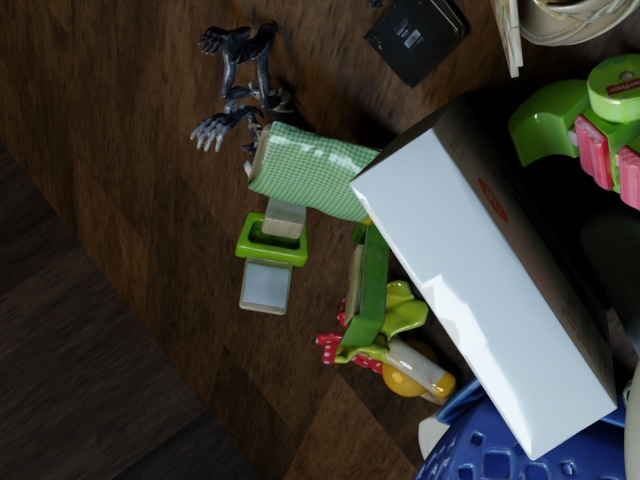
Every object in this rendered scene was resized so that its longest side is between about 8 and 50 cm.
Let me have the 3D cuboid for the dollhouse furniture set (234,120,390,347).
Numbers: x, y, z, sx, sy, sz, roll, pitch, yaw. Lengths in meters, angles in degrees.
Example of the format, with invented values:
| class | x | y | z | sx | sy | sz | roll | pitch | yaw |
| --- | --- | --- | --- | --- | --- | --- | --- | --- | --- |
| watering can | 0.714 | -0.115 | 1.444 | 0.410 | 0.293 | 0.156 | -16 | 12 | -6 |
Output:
| class | x | y | z | sx | sy | sz | roll | pitch | yaw |
| --- | --- | --- | --- | --- | --- | --- | --- | --- | --- |
| dollhouse furniture set | 0.000 | 0.000 | 1.858 | 0.197 | 0.151 | 0.301 | 10 | 157 | -5 |

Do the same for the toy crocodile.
| class | x | y | z | sx | sy | sz | roll | pitch | yaw |
| --- | --- | --- | --- | --- | --- | --- | --- | --- | --- |
| toy crocodile | 0.295 | -0.056 | 1.256 | 0.340 | 0.105 | 0.115 | 36 | 153 | 43 |

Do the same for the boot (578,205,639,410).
| class | x | y | z | sx | sy | sz | roll | pitch | yaw |
| --- | --- | --- | --- | --- | --- | --- | --- | --- | --- |
| boot | 0.307 | 0.095 | 1.379 | 0.083 | 0.161 | 0.246 | -31 | 100 | 36 |

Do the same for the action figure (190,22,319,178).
| class | x | y | z | sx | sy | sz | roll | pitch | yaw |
| --- | --- | --- | --- | --- | --- | --- | --- | --- | --- |
| action figure | -0.084 | -0.144 | 1.973 | 0.164 | 0.141 | 0.276 | 21 | 142 | 39 |

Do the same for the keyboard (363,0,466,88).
| class | x | y | z | sx | sy | sz | roll | pitch | yaw |
| --- | --- | --- | --- | --- | --- | --- | --- | --- | --- |
| keyboard | 0.091 | -0.228 | 1.589 | 0.108 | 0.023 | 0.180 | 48 | 160 | -1 |

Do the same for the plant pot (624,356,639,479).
| class | x | y | z | sx | sy | sz | roll | pitch | yaw |
| --- | --- | --- | --- | --- | --- | --- | --- | --- | --- |
| plant pot | 0.360 | 0.135 | 1.227 | 0.191 | 0.284 | 0.284 | -110 | 3 | -47 |

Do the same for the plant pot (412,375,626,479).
| class | x | y | z | sx | sy | sz | roll | pitch | yaw |
| --- | --- | --- | --- | --- | --- | --- | --- | --- | --- |
| plant pot | 0.221 | 0.263 | 1.630 | 0.236 | 0.212 | 0.236 | 18 | 160 | -3 |

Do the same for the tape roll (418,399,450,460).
| class | x | y | z | sx | sy | sz | roll | pitch | yaw |
| --- | --- | --- | --- | --- | --- | --- | --- | --- | --- |
| tape roll | 0.255 | 0.322 | 1.998 | 0.286 | 0.100 | 0.286 | 46 | 159 | 24 |

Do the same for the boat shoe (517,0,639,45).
| class | x | y | z | sx | sy | sz | roll | pitch | yaw |
| --- | --- | --- | --- | --- | --- | --- | --- | --- | --- |
| boat shoe | 0.199 | -0.233 | 1.179 | 0.122 | 0.110 | 0.341 | 52 | 161 | 9 |

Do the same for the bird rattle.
| class | x | y | z | sx | sy | sz | roll | pitch | yaw |
| --- | --- | --- | --- | --- | --- | --- | --- | --- | --- |
| bird rattle | 0.092 | 0.166 | 2.102 | 0.207 | 0.143 | 0.253 | 36 | 162 | 5 |

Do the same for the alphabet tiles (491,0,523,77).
| class | x | y | z | sx | sy | sz | roll | pitch | yaw |
| --- | --- | --- | --- | --- | --- | --- | --- | --- | --- |
| alphabet tiles | 0.141 | -0.262 | 1.248 | 0.198 | 0.009 | 0.237 | -96 | -5 | -48 |

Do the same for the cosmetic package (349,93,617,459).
| class | x | y | z | sx | sy | sz | roll | pitch | yaw |
| --- | --- | --- | --- | --- | --- | --- | --- | --- | --- |
| cosmetic package | 0.163 | 0.015 | 1.440 | 0.284 | 0.097 | 0.377 | 54 | -167 | -3 |
